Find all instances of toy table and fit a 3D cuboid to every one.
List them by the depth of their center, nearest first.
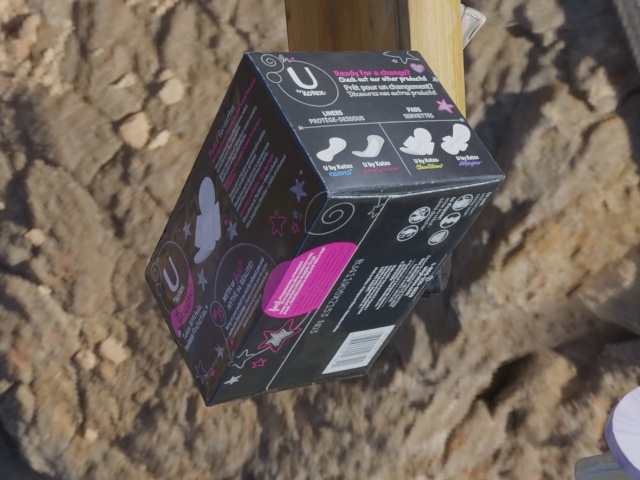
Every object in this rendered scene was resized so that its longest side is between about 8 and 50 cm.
[{"bbox_3d":[0.482,0.297,1.567,0.274,0.161,0.252,21,56,1],"label":"toy table"}]

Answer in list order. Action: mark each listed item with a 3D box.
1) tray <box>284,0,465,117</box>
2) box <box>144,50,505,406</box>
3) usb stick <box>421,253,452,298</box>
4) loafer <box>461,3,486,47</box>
[{"bbox_3d":[0.044,-0.245,1.194,0.076,0.203,0.411,-16,111,-34],"label":"tray"},{"bbox_3d":[-0.006,-0.010,0.912,0.142,0.163,0.247,61,139,29],"label":"box"},{"bbox_3d":[0.000,0.000,1.193,0.278,0.045,0.077,9,95,27],"label":"usb stick"},{"bbox_3d":[0.146,-0.204,1.354,0.039,0.045,0.125,18,120,-6],"label":"loafer"}]
